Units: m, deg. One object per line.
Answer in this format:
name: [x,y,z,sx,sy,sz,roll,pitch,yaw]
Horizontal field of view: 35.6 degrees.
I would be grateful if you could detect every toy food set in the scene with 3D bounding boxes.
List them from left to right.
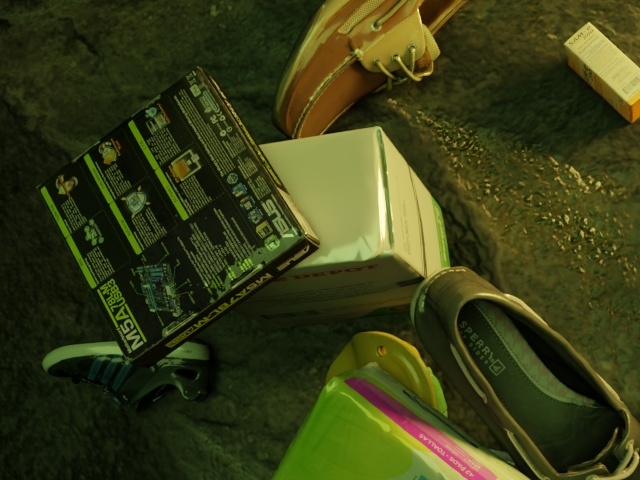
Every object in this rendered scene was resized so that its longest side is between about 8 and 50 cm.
toy food set: [0.081,0.195,1.020,0.128,0.071,0.218,-5,93,35]

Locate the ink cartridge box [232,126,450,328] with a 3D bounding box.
ink cartridge box: [0.000,0.000,0.976,0.211,0.289,0.121,-8,75,15]

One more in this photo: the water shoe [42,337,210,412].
water shoe: [-0.224,0.154,1.125,0.203,0.073,0.080,-6,78,16]

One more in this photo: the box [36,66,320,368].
box: [-0.124,-0.021,0.844,0.184,0.045,0.190,-37,69,9]

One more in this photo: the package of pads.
package of pads: [0.044,0.290,0.948,0.229,0.101,0.296,35,112,22]

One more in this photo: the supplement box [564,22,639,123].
supplement box: [0.304,-0.175,1.047,0.036,0.062,0.098,-42,69,6]

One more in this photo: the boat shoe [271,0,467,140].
boat shoe: [0.075,-0.232,1.100,0.120,0.122,0.324,37,91,18]

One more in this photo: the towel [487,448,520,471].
towel: [0.205,0.251,0.995,0.119,0.029,0.067,10,80,18]

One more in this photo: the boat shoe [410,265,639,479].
boat shoe: [0.210,0.158,0.901,0.112,0.095,0.335,-45,100,-4]
